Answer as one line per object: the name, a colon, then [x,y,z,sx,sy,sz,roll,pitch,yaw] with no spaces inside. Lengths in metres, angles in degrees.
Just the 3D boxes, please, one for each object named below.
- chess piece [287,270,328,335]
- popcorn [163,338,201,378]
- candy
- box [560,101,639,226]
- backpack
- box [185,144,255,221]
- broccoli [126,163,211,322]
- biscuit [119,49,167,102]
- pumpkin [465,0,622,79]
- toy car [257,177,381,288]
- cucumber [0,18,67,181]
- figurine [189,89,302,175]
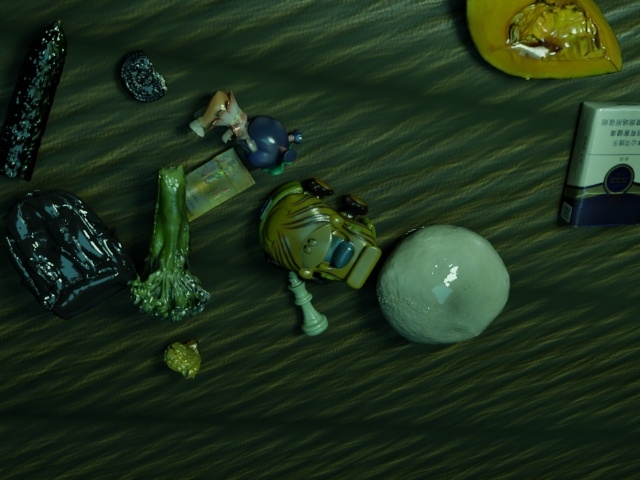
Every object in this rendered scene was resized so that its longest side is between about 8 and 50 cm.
chess piece: [-0.034,0.127,1.399,0.059,0.059,0.149,-21,110,-1]
popcorn: [-0.282,0.241,1.392,0.084,0.084,0.084,-4,115,-9]
candy: [0.257,0.102,1.370,0.295,0.185,0.296,-4,109,-10]
box: [0.610,-0.157,1.380,0.168,0.071,0.260,-3,113,-10]
backpack: [-0.477,0.022,1.232,0.206,0.133,0.258,-30,109,0]
box: [-0.214,-0.109,1.271,0.156,0.022,0.089,-28,117,3]
broccoli: [-0.279,0.006,1.242,0.145,0.165,0.304,2,110,-5]
biscuit: [-0.313,-0.291,1.168,0.087,0.027,0.089,11,111,-15]
pumpkin: [0.396,-0.405,1.219,0.312,0.148,0.169,36,144,-19]
toy car: [0.000,0.000,1.294,0.247,0.142,0.201,22,107,-21]
cucumber: [-0.494,-0.239,1.134,0.072,0.072,0.300,20,107,-18]
figurine: [-0.131,-0.194,1.201,0.195,0.112,0.102,32,125,-22]
